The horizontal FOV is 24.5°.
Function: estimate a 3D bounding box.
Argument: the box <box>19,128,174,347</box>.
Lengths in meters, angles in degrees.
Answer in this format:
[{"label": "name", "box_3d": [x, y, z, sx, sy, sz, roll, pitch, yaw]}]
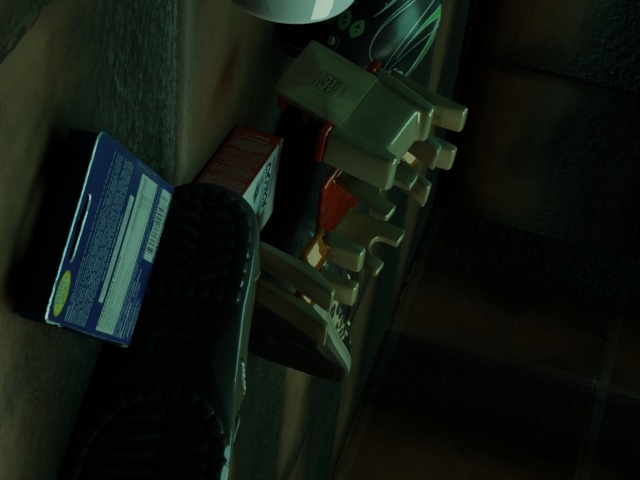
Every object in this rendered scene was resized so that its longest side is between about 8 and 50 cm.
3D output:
[{"label": "box", "box_3d": [-0.162, 0.001, 1.070, 0.225, 0.036, 0.136, 56, 49, -80]}]

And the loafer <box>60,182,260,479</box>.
[{"label": "loafer", "box_3d": [-0.118, 0.139, 1.260, 0.130, 0.134, 0.366, 63, 43, -77]}]

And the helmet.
[{"label": "helmet", "box_3d": [0.051, -0.244, 1.579, 0.161, 0.169, 0.169, -58, 170, -1]}]

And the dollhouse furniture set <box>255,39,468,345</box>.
[{"label": "dollhouse furniture set", "box_3d": [0.024, -0.072, 1.463, 0.262, 0.135, 0.259, -53, 166, -26]}]

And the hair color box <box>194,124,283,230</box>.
[{"label": "hair color box", "box_3d": [-0.087, -0.033, 1.426, 0.167, 0.053, 0.093, -59, 163, -56]}]

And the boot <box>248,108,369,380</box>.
[{"label": "boot", "box_3d": [0.000, 0.000, 1.787, 0.377, 0.138, 0.284, 68, 37, -67]}]

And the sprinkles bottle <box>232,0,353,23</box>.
[{"label": "sprinkles bottle", "box_3d": [-0.014, -0.343, 1.145, 0.355, 0.121, 0.121, 96, 13, -44]}]
